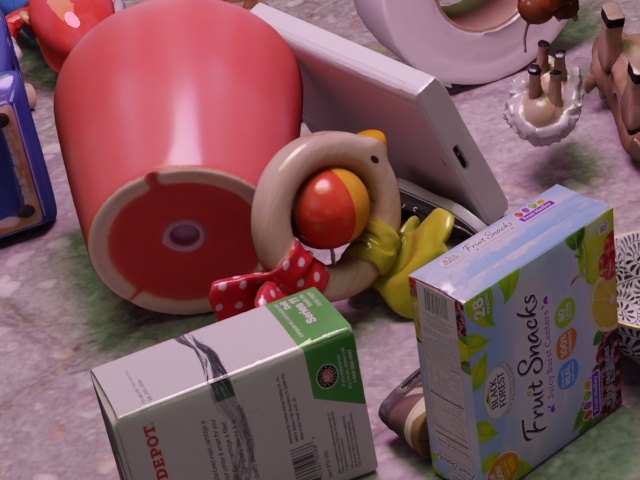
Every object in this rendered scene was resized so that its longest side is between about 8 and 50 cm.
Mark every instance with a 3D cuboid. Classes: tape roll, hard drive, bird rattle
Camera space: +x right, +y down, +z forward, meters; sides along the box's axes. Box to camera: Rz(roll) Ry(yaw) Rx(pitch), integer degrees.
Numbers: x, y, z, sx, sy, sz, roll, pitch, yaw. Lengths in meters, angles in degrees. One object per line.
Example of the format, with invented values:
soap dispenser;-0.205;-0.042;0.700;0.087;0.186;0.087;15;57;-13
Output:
tape roll;0.179;-0.335;1.851;0.286;0.286;0.100;-21;34;-17
hard drive;0.055;-0.140;1.652;0.040;0.203;0.307;-46;42;-13
bird rattle;0.000;0.000;1.461;0.254;0.206;0.143;-14;12;-24

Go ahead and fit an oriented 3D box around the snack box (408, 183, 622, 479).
snack box;0.164;0.085;1.252;0.174;0.207;0.070;-29;36;-29

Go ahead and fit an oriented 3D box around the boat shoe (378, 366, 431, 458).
boat shoe;0.143;0.104;1.350;0.224;0.080;0.073;-36;45;-28

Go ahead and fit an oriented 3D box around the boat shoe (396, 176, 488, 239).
boat shoe;0.121;-0.023;1.600;0.142;0.049;0.040;29;82;44

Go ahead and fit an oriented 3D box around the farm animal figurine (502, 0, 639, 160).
farm animal figurine;0.376;-0.201;1.708;0.330;0.172;0.326;4;46;8

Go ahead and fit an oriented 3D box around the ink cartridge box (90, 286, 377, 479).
ink cartridge box;-0.071;0.150;1.270;0.208;0.153;0.087;-19;32;-16

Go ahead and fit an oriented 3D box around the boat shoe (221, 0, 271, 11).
boat shoe;-0.161;-0.229;1.936;0.116;0.123;0.324;18;43;35

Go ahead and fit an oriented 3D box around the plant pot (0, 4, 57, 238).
plant pot;-0.433;-0.112;1.730;0.236;0.236;0.212;-19;40;-14

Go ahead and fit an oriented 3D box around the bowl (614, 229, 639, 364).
bowl;0.310;0.065;1.359;0.170;0.080;0.170;-4;30;3

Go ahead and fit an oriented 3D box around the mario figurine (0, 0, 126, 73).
mario figurine;-0.369;-0.286;2.123;0.198;0.170;0.320;-54;29;-1

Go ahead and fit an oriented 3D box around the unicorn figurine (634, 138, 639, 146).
unicorn figurine;0.414;-0.061;1.567;0.162;0.060;0.111;-5;28;-24

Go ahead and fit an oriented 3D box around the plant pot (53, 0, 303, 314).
plant pot;-0.141;-0.075;1.568;0.275;0.275;0.243;-10;41;1

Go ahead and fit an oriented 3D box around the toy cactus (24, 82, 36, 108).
toy cactus;-0.459;-0.178;1.971;0.181;0.112;0.219;-18;23;-31
